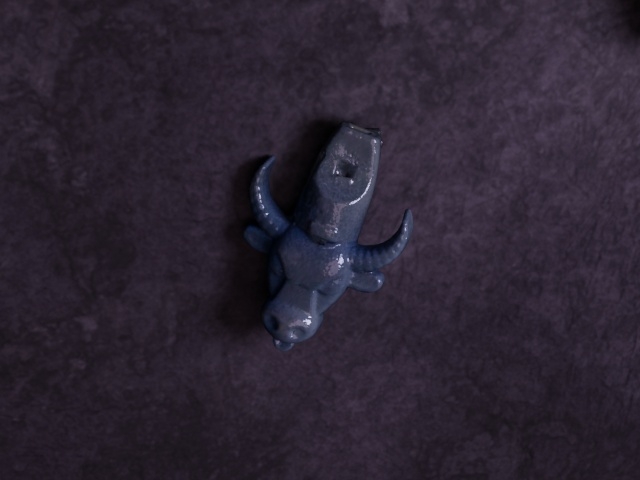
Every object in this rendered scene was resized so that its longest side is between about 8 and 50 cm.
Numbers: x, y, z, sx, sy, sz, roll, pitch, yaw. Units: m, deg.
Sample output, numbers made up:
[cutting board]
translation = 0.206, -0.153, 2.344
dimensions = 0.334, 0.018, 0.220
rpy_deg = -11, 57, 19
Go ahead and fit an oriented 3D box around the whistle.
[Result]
[whistle]
translation = 0.000, 0.000, 1.746
dimensions = 0.180, 0.093, 0.269
rpy_deg = 21, 110, 7
